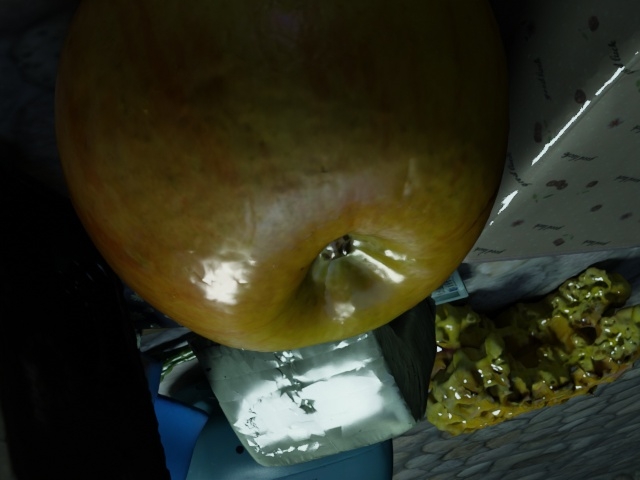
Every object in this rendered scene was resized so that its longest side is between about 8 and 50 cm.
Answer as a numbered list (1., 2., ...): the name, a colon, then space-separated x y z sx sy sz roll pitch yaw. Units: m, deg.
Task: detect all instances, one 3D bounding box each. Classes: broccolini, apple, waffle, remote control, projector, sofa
1. broccolini: -0.152 0.127 1.218 0.239 0.051 0.054 -31 144 23
2. apple: -0.018 -0.066 0.650 0.286 0.233 0.286 -15 154 -7
3. waffle: 0.274 0.154 1.465 0.324 0.151 0.261 -9 152 -17
4. remote control: 0.134 0.045 1.262 0.061 0.029 0.162 -14 161 9
5. projector: -0.338 0.185 0.764 0.405 0.395 0.242 -24 158 13
6. sofa: 0.003 0.106 1.151 0.210 0.176 0.225 -18 -160 21

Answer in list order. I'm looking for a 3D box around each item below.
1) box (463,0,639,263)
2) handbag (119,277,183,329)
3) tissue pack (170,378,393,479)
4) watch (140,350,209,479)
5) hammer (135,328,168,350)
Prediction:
1. box: 0.213 -0.140 0.717 0.225 0.190 0.297 -5 152 -27
2. handbag: -0.146 0.012 0.938 0.115 0.072 0.139 -2 144 14
3. tissue pack: -0.061 0.252 1.353 0.287 0.206 0.198 -10 -165 -13
4. watch: -0.278 0.185 1.039 0.305 0.241 0.274 17 168 13
5. hammer: -0.057 0.048 1.128 0.365 0.043 0.111 -15 155 -13
